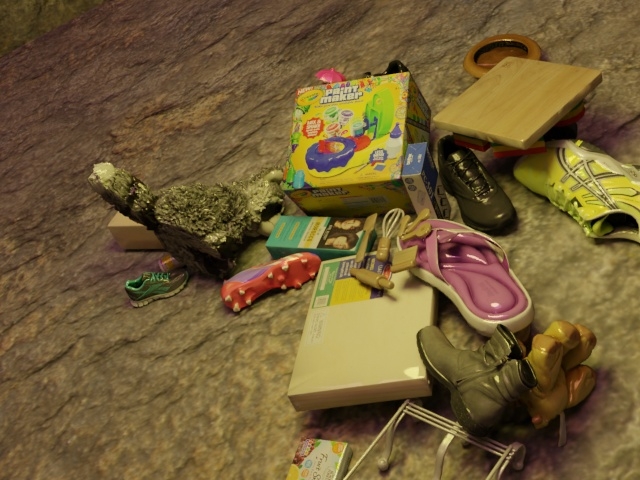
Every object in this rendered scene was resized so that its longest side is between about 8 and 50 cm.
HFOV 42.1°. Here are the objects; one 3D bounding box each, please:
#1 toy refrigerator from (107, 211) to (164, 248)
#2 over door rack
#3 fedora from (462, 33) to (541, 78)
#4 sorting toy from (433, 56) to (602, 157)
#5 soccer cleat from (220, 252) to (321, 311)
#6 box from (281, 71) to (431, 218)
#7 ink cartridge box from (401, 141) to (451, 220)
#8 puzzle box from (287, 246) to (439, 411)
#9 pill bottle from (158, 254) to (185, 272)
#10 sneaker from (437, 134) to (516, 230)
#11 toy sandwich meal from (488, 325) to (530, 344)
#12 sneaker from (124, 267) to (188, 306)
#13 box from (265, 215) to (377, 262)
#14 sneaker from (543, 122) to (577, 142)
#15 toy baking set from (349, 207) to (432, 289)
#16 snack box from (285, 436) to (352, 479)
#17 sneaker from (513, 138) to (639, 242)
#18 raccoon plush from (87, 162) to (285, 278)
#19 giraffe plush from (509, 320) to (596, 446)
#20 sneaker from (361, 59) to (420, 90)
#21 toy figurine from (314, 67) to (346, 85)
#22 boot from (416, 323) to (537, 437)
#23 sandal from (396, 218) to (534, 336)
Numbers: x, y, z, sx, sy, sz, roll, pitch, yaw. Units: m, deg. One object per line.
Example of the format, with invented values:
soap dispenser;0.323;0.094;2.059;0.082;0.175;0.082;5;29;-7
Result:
toy refrigerator;-0.411;-0.039;2.178;0.270;0.094;0.102;-1;42;27
over door rack;0.158;0.415;1.386;0.239;0.108;0.324;17;38;39
fedora;0.461;-0.442;2.101;0.194;0.079;0.194;-11;46;11
sorting toy;0.422;-0.272;1.766;0.257;0.089;0.255;-40;37;-20
soccer cleat;-0.118;0.078;1.913;0.248;0.083;0.095;-26;37;8
box;0.090;-0.214;1.955;0.290;0.177;0.279;-5;64;25
ink cartridge box;0.231;-0.103;1.798;0.046;0.207;0.097;-4;47;25
puzzle box;0.102;0.162;1.675;0.272;0.052;0.409;-11;34;20
pill bottle;-0.363;0.051;2.097;0.083;0.043;0.043;-27;42;2
sneaker;0.327;-0.129;1.831;0.109;0.130;0.286;-30;43;-4
toy sandwich meal;0.362;0.173;1.593;0.086;0.029;0.085;-20;44;21
sneaker;-0.406;0.105;2.043;0.166;0.076;0.065;-25;43;5
box;0.000;0.000;1.935;0.244;0.060;0.100;2;51;31
sneaker;0.460;-0.302;1.940;0.319;0.112;0.131;15;61;37
toy baking set;0.143;0.014;1.734;0.196;0.030;0.256;-54;26;-14
snack box;-0.009;0.437;1.529;0.100;0.037;0.141;1;50;27
sneaker;0.542;-0.093;1.668;0.385;0.145;0.147;23;62;43
raccoon plush;-0.280;-0.129;1.983;0.216;0.446;0.299;-17;36;54
giraffe plush;0.363;0.234;1.460;0.170;0.181;0.210;11;89;48
sneaker;0.126;-0.359;2.152;0.293;0.146;0.102;-45;44;-17
toy figurine;0.024;-0.377;2.217;0.173;0.159;0.130;-44;44;-15
boot;0.271;0.200;1.427;0.161;0.083;0.246;-55;39;24
sandal;0.282;0.034;1.615;0.169;0.102;0.416;-22;33;-13
